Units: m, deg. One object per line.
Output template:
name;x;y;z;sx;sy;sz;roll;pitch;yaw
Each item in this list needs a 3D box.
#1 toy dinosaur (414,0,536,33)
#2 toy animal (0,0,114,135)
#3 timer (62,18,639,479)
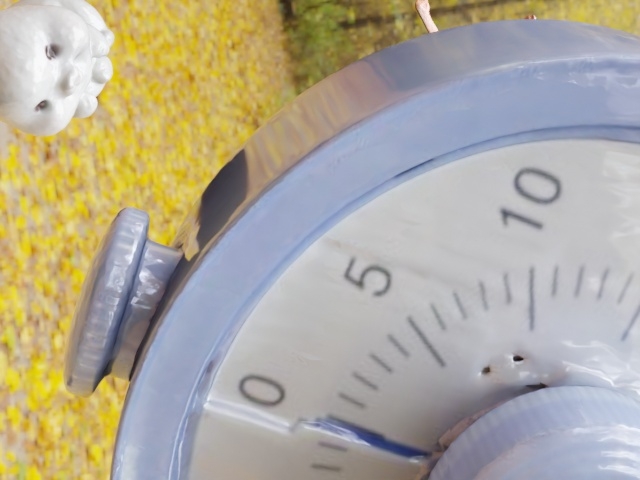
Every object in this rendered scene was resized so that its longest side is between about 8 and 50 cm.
toy dinosaur;0.190;-0.158;0.927;0.055;0.280;0.101;-29;-142;48
toy animal;-0.301;-0.186;0.994;0.193;0.179;0.127;-50;157;-67
timer;0.075;0.089;0.433;0.173;0.395;0.394;-99;-179;-70
